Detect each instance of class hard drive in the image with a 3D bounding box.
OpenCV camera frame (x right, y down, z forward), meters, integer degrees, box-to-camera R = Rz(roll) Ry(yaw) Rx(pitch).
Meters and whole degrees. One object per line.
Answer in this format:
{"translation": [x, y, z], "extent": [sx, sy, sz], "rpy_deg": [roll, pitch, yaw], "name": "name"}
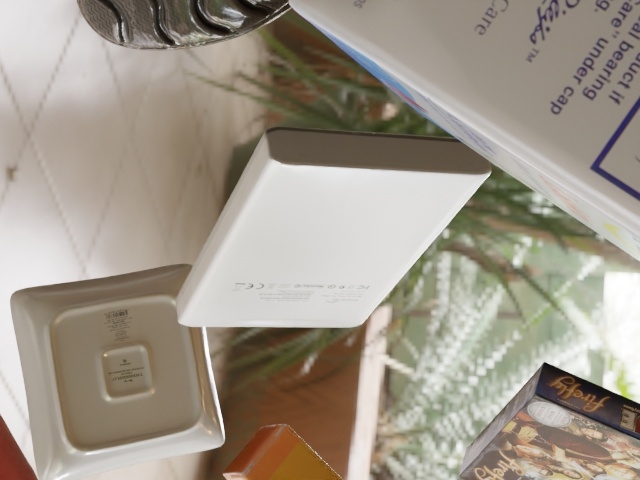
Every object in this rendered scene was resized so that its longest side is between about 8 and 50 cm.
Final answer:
{"translation": [0.000, 0.000, 1.126], "extent": [0.307, 0.203, 0.040], "rpy_deg": [124, -38, -54], "name": "hard drive"}

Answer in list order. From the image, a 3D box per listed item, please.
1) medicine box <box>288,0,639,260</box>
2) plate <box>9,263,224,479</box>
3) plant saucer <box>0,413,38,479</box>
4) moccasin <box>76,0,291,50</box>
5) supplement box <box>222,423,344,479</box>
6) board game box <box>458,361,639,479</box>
{"translation": [0.169, -0.076, 0.606], "extent": [0.149, 0.289, 0.263], "rpy_deg": [-55, 163, 6], "name": "medicine box"}
{"translation": [-0.279, 0.184, 1.708], "extent": [0.045, 0.277, 0.278], "rpy_deg": [165, -85, -66], "name": "plate"}
{"translation": [-0.265, 0.081, 0.588], "extent": [0.048, 0.259, 0.258], "rpy_deg": [-39, 106, -48], "name": "plant saucer"}
{"translation": [-0.041, -0.288, 1.030], "extent": [0.139, 0.380, 0.147], "rpy_deg": [49, 16, -30], "name": "moccasin"}
{"translation": [0.007, 0.306, 1.316], "extent": [0.078, 0.233, 0.080], "rpy_deg": [-48, -172, -24], "name": "supplement box"}
{"translation": [0.263, 0.226, 1.283], "extent": [0.243, 0.165, 0.042], "rpy_deg": [112, 1, -57], "name": "board game box"}
